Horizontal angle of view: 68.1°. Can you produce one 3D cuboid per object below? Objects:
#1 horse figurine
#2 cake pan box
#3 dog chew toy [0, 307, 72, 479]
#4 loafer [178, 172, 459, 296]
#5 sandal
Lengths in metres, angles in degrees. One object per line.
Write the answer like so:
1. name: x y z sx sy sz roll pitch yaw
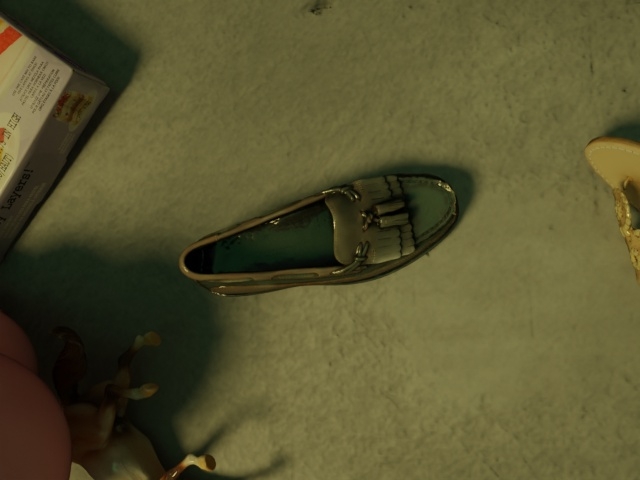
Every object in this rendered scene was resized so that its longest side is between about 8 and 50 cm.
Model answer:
1. horse figurine: -0.183 0.201 0.457 0.174 0.066 0.263 -36 88 22
2. cake pan box: -0.404 -0.132 0.512 0.246 0.070 0.266 38 98 6
3. dog chew toy: -0.341 0.143 0.406 0.206 0.207 0.332 -54 43 2
4. loafer: 0.000 0.000 0.441 0.268 0.084 0.096 -16 82 8
5. sandal: 0.303 0.017 0.388 0.240 0.088 0.079 40 86 6
